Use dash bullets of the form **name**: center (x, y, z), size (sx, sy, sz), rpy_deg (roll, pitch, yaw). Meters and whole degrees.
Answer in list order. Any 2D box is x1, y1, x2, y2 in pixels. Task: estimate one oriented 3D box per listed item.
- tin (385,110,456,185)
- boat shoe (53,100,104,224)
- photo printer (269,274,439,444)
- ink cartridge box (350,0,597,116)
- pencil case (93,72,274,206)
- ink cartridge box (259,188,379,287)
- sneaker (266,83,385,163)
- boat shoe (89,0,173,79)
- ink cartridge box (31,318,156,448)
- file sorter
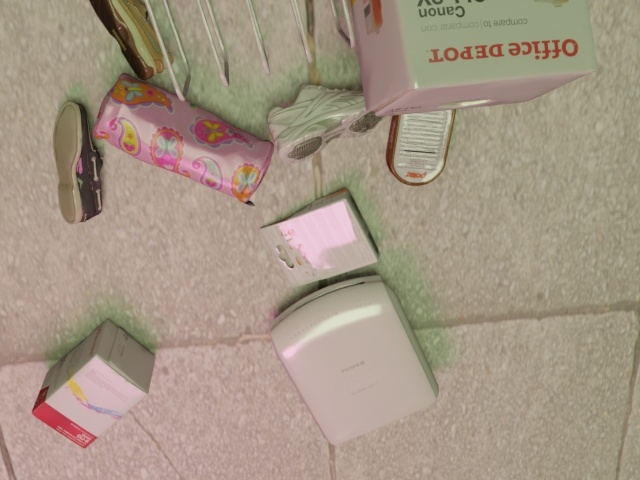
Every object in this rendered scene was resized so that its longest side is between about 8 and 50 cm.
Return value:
- **tin**: center (0.173, -0.185, 1.213), size (0.106, 0.040, 0.190), rpy_deg (5, 114, -4)
- **boat shoe**: center (-0.399, -0.131, 1.171), size (0.065, 0.075, 0.206), rpy_deg (-16, 118, -48)
- **photo printer**: center (0.062, 0.223, 1.347), size (0.256, 0.107, 0.308), rpy_deg (-24, 115, 5)
- **ink cartridge box**: center (0.188, -0.381, 0.938), size (0.279, 0.160, 0.385), rpy_deg (-9, 92, -16)
- **pencil case**: center (-0.217, -0.162, 1.136), size (0.284, 0.124, 0.124), rpy_deg (23, 110, -17)
- **ink cartridge box**: center (0.000, 0.000, 1.286), size (0.179, 0.045, 0.145), rpy_deg (-18, 117, 22)
- **sneaker**: center (0.016, -0.222, 1.150), size (0.232, 0.115, 0.090), rpy_deg (-23, 161, -17)
- **boat shoe**: center (-0.293, -0.345, 1.078), size (0.072, 0.068, 0.190), rpy_deg (-36, 109, -27)
- **ink cartridge box**: center (-0.416, 0.264, 1.300), size (0.176, 0.128, 0.127), rpy_deg (-41, 113, 13)
- **file sorter**: center (-0.101, -0.340, 1.027), size (0.277, 0.193, 0.173), rpy_deg (-16, 118, 1)
